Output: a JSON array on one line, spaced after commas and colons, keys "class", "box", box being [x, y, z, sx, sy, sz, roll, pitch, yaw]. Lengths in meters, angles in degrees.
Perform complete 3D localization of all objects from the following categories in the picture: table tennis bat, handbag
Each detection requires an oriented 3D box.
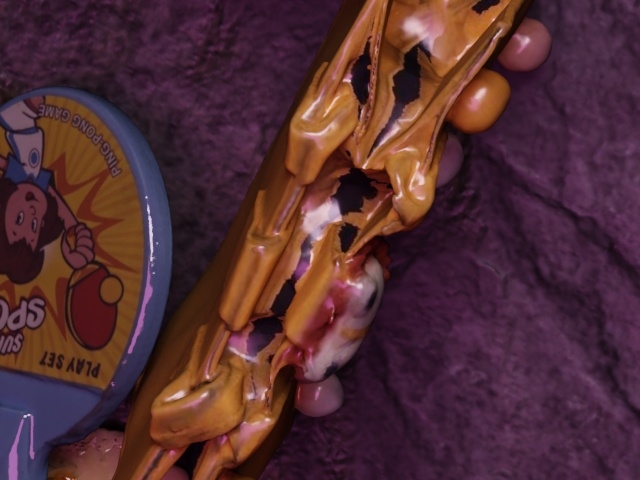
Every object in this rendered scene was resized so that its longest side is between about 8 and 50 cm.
[{"class": "table tennis bat", "box": [-0.190, 0.060, 1.245, 0.215, 0.044, 0.329, 10, 93, 35]}, {"class": "handbag", "box": [0.000, 0.000, 1.111, 0.133, 0.283, 0.401, 30, 109, 1]}]

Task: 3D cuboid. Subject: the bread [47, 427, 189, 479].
[{"class": "bread", "box": [-0.200, 0.318, 1.371, 0.248, 0.279, 0.315, 8, 65, 10]}]
